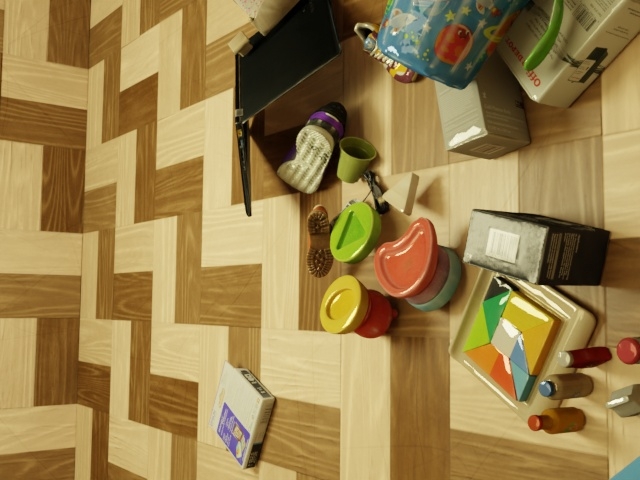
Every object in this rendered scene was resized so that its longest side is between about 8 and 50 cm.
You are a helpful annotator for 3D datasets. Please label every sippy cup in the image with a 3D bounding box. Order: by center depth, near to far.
[{"bbox_3d":[0.204,-0.369,1.231,0.224,0.240,0.305,-64,32,17],"label":"sippy cup"}]

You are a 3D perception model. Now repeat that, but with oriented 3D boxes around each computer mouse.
[{"bbox_3d":[0.076,-0.053,1.695,0.193,0.042,0.106,-49,54,32],"label":"computer mouse"}]

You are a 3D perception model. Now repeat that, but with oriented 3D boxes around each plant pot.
[{"bbox_3d":[0.070,-0.168,1.690,0.083,0.083,0.079,60,145,38],"label":"plant pot"}]

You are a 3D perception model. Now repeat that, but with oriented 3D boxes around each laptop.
[{"bbox_3d":[-0.081,-0.335,1.845,0.382,0.236,0.408,-96,3,-50],"label":"laptop"}]

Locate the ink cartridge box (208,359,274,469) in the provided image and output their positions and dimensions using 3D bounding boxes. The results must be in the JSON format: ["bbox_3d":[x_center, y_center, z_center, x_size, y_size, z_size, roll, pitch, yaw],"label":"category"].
[{"bbox_3d":[-0.208,0.445,2.025,0.208,0.045,0.206,35,115,48],"label":"ink cartridge box"}]

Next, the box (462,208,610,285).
[{"bbox_3d":[0.338,0.010,1.231,0.156,0.158,0.093,20,103,52],"label":"box"}]

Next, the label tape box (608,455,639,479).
[{"bbox_3d":[0.510,0.448,1.001,0.249,0.115,0.348,-56,43,34],"label":"label tape box"}]

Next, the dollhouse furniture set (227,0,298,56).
[{"bbox_3d":[-0.172,-0.674,1.865,0.355,0.174,0.303,-44,47,9],"label":"dollhouse furniture set"}]

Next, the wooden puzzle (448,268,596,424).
[{"bbox_3d":[0.328,0.165,1.328,0.238,0.044,0.221,39,117,48],"label":"wooden puzzle"}]

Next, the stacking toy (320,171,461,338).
[{"bbox_3d":[0.148,0.043,1.560,0.309,0.130,0.280,-30,47,40],"label":"stacking toy"}]

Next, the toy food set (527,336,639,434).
[{"bbox_3d":[0.412,0.211,1.158,0.232,0.104,0.111,-37,58,46],"label":"toy food set"}]

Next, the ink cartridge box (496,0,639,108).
[{"bbox_3d":[0.398,-0.337,1.243,0.208,0.086,0.153,-51,48,38],"label":"ink cartridge box"}]

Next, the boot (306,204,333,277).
[{"bbox_3d":[0.000,0.000,1.703,0.085,0.059,0.158,-85,-4,-69],"label":"boot"}]

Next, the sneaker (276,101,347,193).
[{"bbox_3d":[-0.004,-0.217,1.779,0.146,0.102,0.293,-60,6,-26],"label":"sneaker"}]

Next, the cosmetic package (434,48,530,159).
[{"bbox_3d":[0.275,-0.272,1.373,0.107,0.127,0.238,-20,72,50],"label":"cosmetic package"}]

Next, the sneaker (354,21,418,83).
[{"bbox_3d":[0.133,-0.386,1.610,0.185,0.083,0.070,56,130,40],"label":"sneaker"}]
